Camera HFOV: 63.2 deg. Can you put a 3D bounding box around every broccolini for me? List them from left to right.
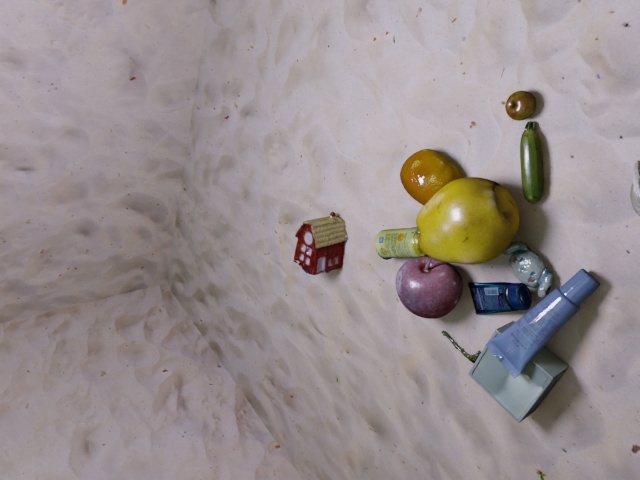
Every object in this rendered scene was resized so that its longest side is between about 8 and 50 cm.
[{"bbox_3d":[0.523,0.405,1.936,0.194,0.054,0.052,33,143,42],"label":"broccolini"}]

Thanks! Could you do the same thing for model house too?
[{"bbox_3d":[0.000,0.000,2.321,0.160,0.195,0.254,28,120,44],"label":"model house"}]

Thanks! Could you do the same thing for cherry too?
[{"bbox_3d":[0.389,0.166,1.877,0.236,0.212,0.286,28,141,31],"label":"cherry"}]

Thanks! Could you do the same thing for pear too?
[{"bbox_3d":[0.465,-0.053,1.677,0.336,0.284,0.285,-39,67,17],"label":"pear"}]

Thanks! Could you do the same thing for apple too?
[{"bbox_3d":[0.609,-0.411,1.584,0.089,0.074,0.090,17,112,49],"label":"apple"}]

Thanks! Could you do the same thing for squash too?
[{"bbox_3d":[0.646,-0.238,1.594,0.066,0.066,0.253,1,101,49],"label":"squash"}]

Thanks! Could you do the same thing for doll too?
[{"bbox_3d":[0.663,0.084,1.659,0.103,0.071,0.214,-48,62,35],"label":"doll"}]

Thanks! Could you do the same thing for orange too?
[{"bbox_3d":[0.383,-0.222,1.838,0.179,0.158,0.237,-52,58,24],"label":"orange"}]

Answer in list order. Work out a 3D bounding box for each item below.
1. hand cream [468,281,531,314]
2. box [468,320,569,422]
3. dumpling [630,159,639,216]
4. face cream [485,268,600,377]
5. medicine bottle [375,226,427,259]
[{"bbox_3d":[0.592,0.193,1.753,0.270,0.061,0.120,-21,85,67],"label":"hand cream"},{"bbox_3d":[0.652,0.432,1.730,0.225,0.117,0.225,44,131,34],"label":"box"},{"bbox_3d":[0.856,-0.113,1.333,0.118,0.136,0.199,-37,82,40],"label":"dumpling"},{"bbox_3d":[0.681,0.245,1.586,0.385,0.086,0.136,-52,54,21],"label":"face cream"},{"bbox_3d":[0.330,0.009,1.995,0.238,0.124,0.124,-5,96,49],"label":"medicine bottle"}]
